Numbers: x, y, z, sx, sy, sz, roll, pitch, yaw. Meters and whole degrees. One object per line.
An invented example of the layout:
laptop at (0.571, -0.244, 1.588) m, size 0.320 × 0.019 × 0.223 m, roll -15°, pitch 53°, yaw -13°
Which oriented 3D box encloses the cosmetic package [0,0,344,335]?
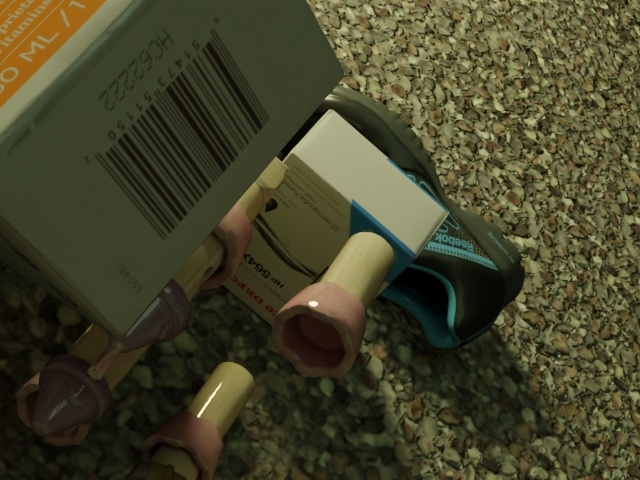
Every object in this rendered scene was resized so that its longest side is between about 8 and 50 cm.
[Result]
cosmetic package at (-0.233, -0.144, 0.775) m, size 0.453 × 0.161 × 0.230 m, roll 25°, pitch 69°, yaw 39°

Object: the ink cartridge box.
ink cartridge box at (0.000, 0.000, 1.073) m, size 0.148 × 0.203 × 0.086 m, roll 40°, pitch 46°, yaw -1°

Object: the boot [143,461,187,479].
boot at (-0.020, 0.290, 0.799) m, size 0.269 × 0.236 × 0.089 m, roll 12°, pitch 12°, yaw -3°

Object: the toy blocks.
toy blocks at (-0.161, 0.060, 0.853) m, size 0.309 × 0.288 × 0.260 m, roll 41°, pitch 41°, yaw -4°

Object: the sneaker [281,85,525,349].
sneaker at (0.066, -0.032, 1.202) m, size 0.341 × 0.125 × 0.139 m, roll 42°, pitch 48°, yaw 3°
